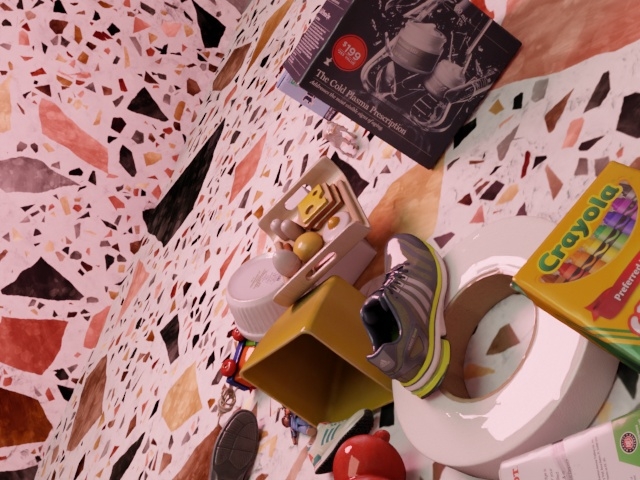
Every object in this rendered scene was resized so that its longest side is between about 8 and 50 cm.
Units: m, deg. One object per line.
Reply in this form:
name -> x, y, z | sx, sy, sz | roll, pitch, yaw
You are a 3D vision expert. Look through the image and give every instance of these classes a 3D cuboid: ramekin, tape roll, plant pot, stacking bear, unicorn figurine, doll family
ramekin -> -0.116, 0.118, 1.634 | 0.207, 0.109, 0.207 | -18, 33, 12
tape roll -> 0.256, 0.149, 1.060 | 0.392, 0.072, 0.392 | -44, 30, 34
plant pot -> 0.014, 0.193, 1.327 | 0.212, 0.212, 0.187 | -38, 22, 40
stacking bear -> 0.075, 0.413, 1.043 | 0.175, 0.164, 0.289 | -47, 25, 28
unicorn figurine -> 0.045, -0.261, 1.817 | 0.060, 0.111, 0.162 | -56, 26, 9
doll family -> -0.044, 0.310, 1.452 | 0.111, 0.076, 0.193 | -9, 59, 53

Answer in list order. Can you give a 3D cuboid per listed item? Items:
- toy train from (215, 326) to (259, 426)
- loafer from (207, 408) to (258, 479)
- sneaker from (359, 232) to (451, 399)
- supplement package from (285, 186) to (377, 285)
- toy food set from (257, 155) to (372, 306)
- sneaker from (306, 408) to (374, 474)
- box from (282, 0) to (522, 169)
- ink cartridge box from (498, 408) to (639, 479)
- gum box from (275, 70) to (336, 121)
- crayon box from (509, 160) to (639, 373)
toy train -> -0.147, 0.307, 1.631 | 0.143, 0.105, 0.248 | -9, 56, 43
loafer -> -0.206, 0.495, 1.547 | 0.084, 0.096, 0.267 | -32, 40, 56
sneaker -> 0.127, 0.093, 1.131 | 0.111, 0.121, 0.300 | -43, 31, 33
supplement package -> 0.000, 0.000, 1.604 | 0.134, 0.139, 0.244 | -54, 28, 9
toy food set -> -0.031, -0.030, 1.430 | 0.220, 0.092, 0.306 | -44, 29, 15
sneaker -> 0.027, 0.341, 1.286 | 0.161, 0.057, 0.075 | -54, 46, 21
box -> 0.158, -0.373, 1.452 | 0.312, 0.343, 0.179 | -55, 24, 14
ink cartridge box -> 0.309, 0.296, 0.794 | 0.208, 0.087, 0.153 | -38, 35, 39
gum box -> -0.006, -0.444, 2.012 | 0.157, 0.184, 0.041 | -55, 26, 14
crayon box -> 0.372, 0.035, 0.838 | 0.202, 0.081, 0.318 | -51, 38, -1
